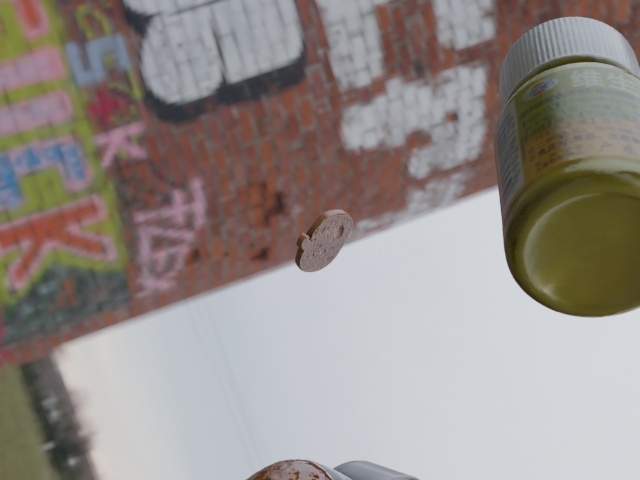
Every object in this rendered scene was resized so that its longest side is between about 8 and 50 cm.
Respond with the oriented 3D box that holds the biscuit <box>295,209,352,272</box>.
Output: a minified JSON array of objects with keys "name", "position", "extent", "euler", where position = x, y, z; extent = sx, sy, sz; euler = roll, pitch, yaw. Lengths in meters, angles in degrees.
[{"name":"biscuit","position":[0.000,0.000,1.768],"extent":[0.015,0.078,0.091],"euler":[47,-63,34]}]

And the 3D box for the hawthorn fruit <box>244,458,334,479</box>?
[{"name":"hawthorn fruit","position":[-0.041,0.379,1.649],"extent":[0.224,0.261,0.224],"euler":[16,-52,21]}]

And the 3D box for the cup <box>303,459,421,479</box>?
[{"name":"cup","position":[0.043,0.364,1.983],"extent":[0.142,0.173,0.134],"euler":[13,-85,49]}]

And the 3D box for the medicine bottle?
[{"name":"medicine bottle","position":[0.325,-0.103,1.815],"extent":[0.384,0.224,0.224],"euler":[-88,172,-53]}]
